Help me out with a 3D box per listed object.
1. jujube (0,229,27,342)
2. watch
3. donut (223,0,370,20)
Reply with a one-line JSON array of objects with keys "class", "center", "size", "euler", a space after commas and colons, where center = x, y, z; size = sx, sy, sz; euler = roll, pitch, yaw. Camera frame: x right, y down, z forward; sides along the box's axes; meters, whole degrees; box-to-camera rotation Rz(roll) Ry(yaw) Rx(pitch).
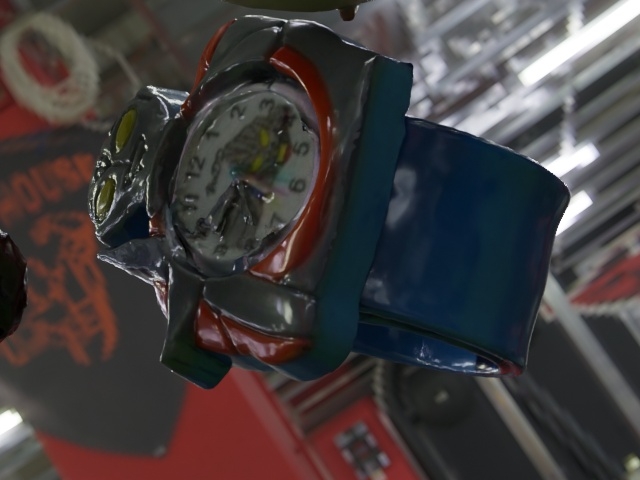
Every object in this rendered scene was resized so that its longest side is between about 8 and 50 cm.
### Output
[{"class": "jujube", "center": [-0.239, 0.035, 1.044], "size": [0.166, 0.104, 0.104], "euler": [4, 5, 27]}, {"class": "watch", "center": [0.000, 0.000, 1.250], "size": [0.274, 0.241, 0.305], "euler": [23, -10, -41]}, {"class": "donut", "center": [-0.059, -0.288, 1.159], "size": [0.382, 0.382, 0.142], "euler": [-21, -26, -44]}]
